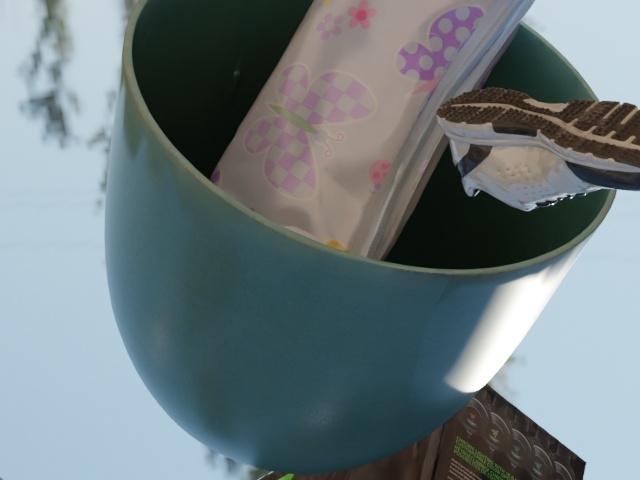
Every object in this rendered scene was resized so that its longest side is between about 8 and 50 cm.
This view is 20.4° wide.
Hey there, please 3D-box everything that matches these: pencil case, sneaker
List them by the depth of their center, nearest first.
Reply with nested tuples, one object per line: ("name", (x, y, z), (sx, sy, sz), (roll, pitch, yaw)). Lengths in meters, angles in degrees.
("sneaker", (0.095, -0.032, 0.711), (0.040, 0.043, 0.109), (-32, -149, -33))
("pencil case", (0.038, -0.089, 1.055), (0.124, 0.273, 0.113), (31, 176, 25))

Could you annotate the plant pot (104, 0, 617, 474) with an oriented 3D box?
("plant pot", (0.000, 0.000, 1.080), (0.293, 0.235, 0.293), (12, -140, -11))

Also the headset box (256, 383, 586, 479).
("headset box", (0.039, 0.252, 1.221), (0.246, 0.131, 0.283), (-35, -154, 41))

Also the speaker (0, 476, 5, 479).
("speaker", (-0.325, 0.124, 0.964), (0.296, 0.131, 0.131), (25, -167, -10))
